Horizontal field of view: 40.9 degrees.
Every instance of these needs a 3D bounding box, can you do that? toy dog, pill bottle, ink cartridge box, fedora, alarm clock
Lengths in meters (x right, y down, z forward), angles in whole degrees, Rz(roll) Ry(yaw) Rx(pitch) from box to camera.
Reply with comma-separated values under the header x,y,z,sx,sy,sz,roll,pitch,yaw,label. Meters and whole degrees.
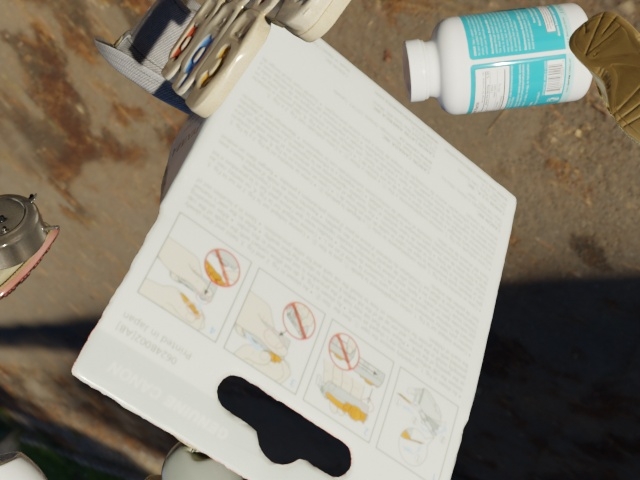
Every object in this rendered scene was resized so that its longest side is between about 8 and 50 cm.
x,y,z,sx,sy,sz,roll,pitch,yaw,label
-0.108,0.368,1.154,0.161,0.220,0.334,21,-151,-46,toy dog
0.258,-0.268,1.282,0.263,0.146,0.146,-6,146,0,pill bottle
-0.001,0.031,0.708,0.308,0.385,0.091,36,143,-19,ink cartridge box
-0.165,-0.249,1.129,0.243,0.124,0.275,27,-168,-13,fedora
-0.521,-0.007,1.354,0.129,0.192,0.064,40,155,36,alarm clock

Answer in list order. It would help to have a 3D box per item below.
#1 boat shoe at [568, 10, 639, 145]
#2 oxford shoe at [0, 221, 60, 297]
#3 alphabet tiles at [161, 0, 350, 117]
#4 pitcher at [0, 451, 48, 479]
x,y,z,sx,sy,sz,roll,pitch,yaw,label
0.252,-0.116,0.666,0.063,0.170,0.059,-36,130,22,boat shoe
-0.616,0.068,1.513,0.130,0.348,0.123,48,155,-8,oxford shoe
-0.008,-0.205,0.550,0.021,0.278,0.284,34,-174,-26,alphabet tiles
-0.370,0.377,1.092,0.177,0.125,0.207,-15,93,17,pitcher
